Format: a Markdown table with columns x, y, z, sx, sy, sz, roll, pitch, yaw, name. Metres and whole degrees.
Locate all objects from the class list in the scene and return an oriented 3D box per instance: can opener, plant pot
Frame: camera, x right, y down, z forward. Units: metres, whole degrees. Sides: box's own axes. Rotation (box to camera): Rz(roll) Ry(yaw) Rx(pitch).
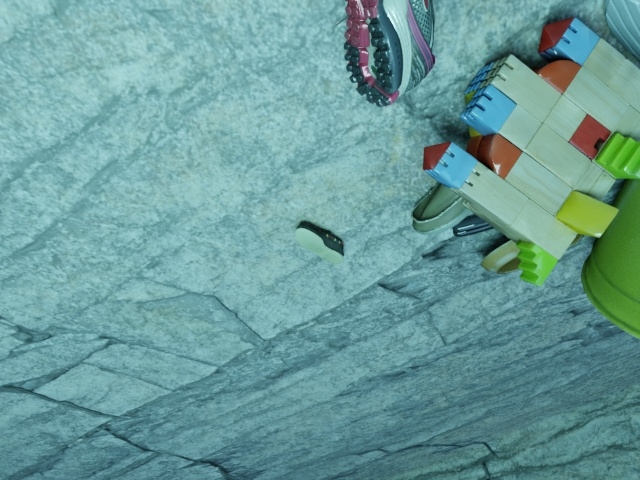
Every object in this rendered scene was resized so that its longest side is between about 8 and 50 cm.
| x | y | z | sx | sy | sz | roll | pitch | yaw | name |
| --- | --- | --- | --- | --- | --- | --- | --- | --- | --- |
| 0.363 | -0.042 | 0.992 | 0.185 | 0.073 | 0.059 | -9 | 146 | 9 | can opener |
| 0.460 | 0.017 | 1.031 | 0.236 | 0.033 | 0.236 | -17 | 159 | -7 | plant pot |
| 0.722 | -0.039 | 0.905 | 0.365 | 0.367 | 0.353 | -12 | 126 | -2 | plant pot |

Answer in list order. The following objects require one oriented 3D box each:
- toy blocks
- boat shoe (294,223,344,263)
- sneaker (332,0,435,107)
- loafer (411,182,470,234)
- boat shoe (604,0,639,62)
| x | y | z | sx | sy | sz | roll | pitch | yaw | name |
| --- | --- | --- | --- | --- | --- | --- | --- | --- | --- |
| 0.322 | -0.165 | 0.734 | 0.260 | 0.191 | 0.382 | 34 | 93 | -9 | toy blocks |
| -0.001 | 0.000 | 0.956 | 0.048 | 0.042 | 0.133 | -19 | 141 | 37 | boat shoe |
| 0.083 | -0.324 | 0.600 | 0.112 | 0.120 | 0.299 | -35 | 140 | -20 | sneaker |
| 0.254 | -0.113 | 0.874 | 0.251 | 0.094 | 0.087 | -43 | 121 | 16 | loafer |
| 0.527 | -0.318 | 0.726 | 0.302 | 0.109 | 0.094 | 17 | 114 | -40 | boat shoe |
